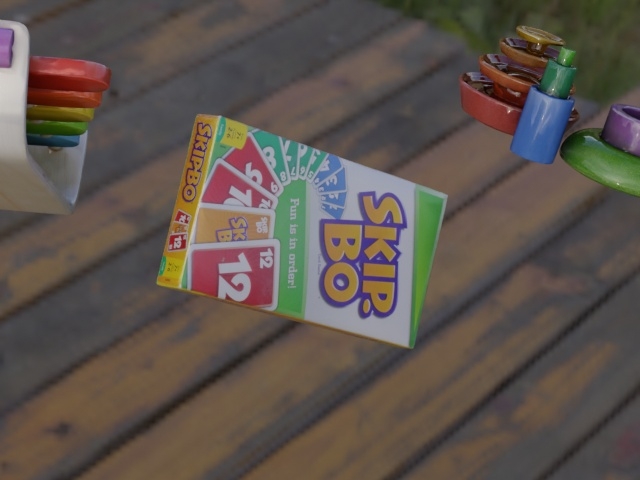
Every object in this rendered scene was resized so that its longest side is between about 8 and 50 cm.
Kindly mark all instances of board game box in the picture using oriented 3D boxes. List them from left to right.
[{"bbox_3d":[0.000,0.000,1.417,0.039,0.124,0.259,9,-6,45],"label":"board game box"}]

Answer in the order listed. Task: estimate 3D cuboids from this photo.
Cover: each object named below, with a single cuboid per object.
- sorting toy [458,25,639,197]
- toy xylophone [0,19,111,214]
[{"bbox_3d":[0.096,-0.052,0.718,0.102,0.042,0.061,28,20,28],"label":"sorting toy"},{"bbox_3d":[-0.269,-0.081,1.344,0.236,0.081,0.323,6,-9,-7],"label":"toy xylophone"}]
